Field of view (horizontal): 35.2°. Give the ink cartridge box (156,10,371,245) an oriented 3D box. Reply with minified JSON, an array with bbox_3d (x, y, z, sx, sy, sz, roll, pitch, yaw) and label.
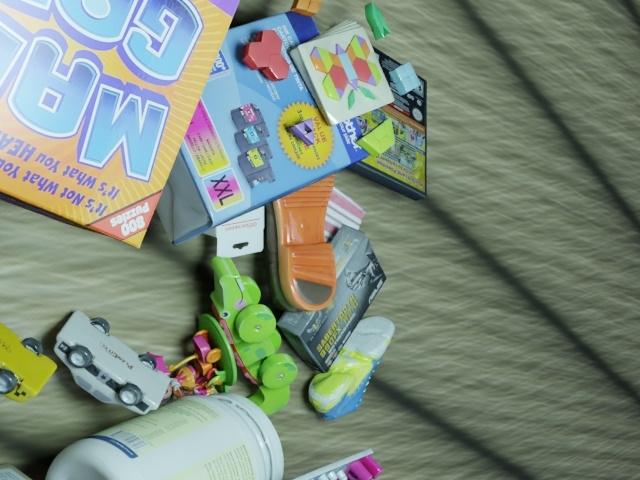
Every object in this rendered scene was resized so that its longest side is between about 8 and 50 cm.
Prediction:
[{"bbox_3d":[-0.102,-0.196,1.588,0.395,0.151,0.270,-27,95,-38],"label":"ink cartridge box"}]

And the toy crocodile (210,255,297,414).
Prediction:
[{"bbox_3d":[-0.123,0.166,1.735,0.105,0.115,0.340,-26,133,-7],"label":"toy crocodile"}]

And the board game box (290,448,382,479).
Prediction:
[{"bbox_3d":[-0.095,0.528,1.708,0.390,0.050,0.390,-50,159,16],"label":"board game box"}]

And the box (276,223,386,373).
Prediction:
[{"bbox_3d":[0.026,0.111,1.884,0.231,0.056,0.183,-56,151,-18],"label":"box"}]

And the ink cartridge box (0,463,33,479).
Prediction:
[{"bbox_3d":[-0.467,0.394,1.392,0.193,0.235,0.088,4,98,-46],"label":"ink cartridge box"}]

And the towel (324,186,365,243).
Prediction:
[{"bbox_3d":[0.000,0.000,1.889,0.144,0.029,0.197,31,81,-45],"label":"towel"}]

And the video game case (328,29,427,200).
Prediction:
[{"bbox_3d":[0.107,-0.228,1.860,0.275,0.035,0.248,21,64,-47],"label":"video game case"}]

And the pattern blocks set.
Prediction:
[{"bbox_3d":[0.036,-0.266,1.599,0.285,0.026,0.325,55,47,-15],"label":"pattern blocks set"}]

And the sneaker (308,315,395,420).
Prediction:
[{"bbox_3d":[0.062,0.257,1.994,0.240,0.091,0.126,-43,146,-29],"label":"sneaker"}]

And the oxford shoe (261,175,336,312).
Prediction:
[{"bbox_3d":[-0.060,-0.055,1.759,0.130,0.133,0.363,5,79,-34],"label":"oxford shoe"}]

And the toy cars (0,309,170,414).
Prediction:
[{"bbox_3d":[-0.401,0.181,1.473,0.394,0.176,0.087,17,125,-45],"label":"toy cars"}]

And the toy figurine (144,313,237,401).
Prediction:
[{"bbox_3d":[-0.239,0.223,1.680,0.159,0.130,0.173,-21,141,-24],"label":"toy figurine"}]

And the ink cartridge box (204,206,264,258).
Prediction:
[{"bbox_3d":[-0.151,-0.067,1.694,0.104,0.062,0.181,-11,108,-42],"label":"ink cartridge box"}]

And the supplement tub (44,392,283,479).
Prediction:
[{"bbox_3d":[-0.232,0.375,1.556,0.325,0.235,0.235,-16,112,-53],"label":"supplement tub"}]

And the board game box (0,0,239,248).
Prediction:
[{"bbox_3d":[-0.381,-0.242,1.213,0.356,0.356,0.356,27,82,-45],"label":"board game box"}]
